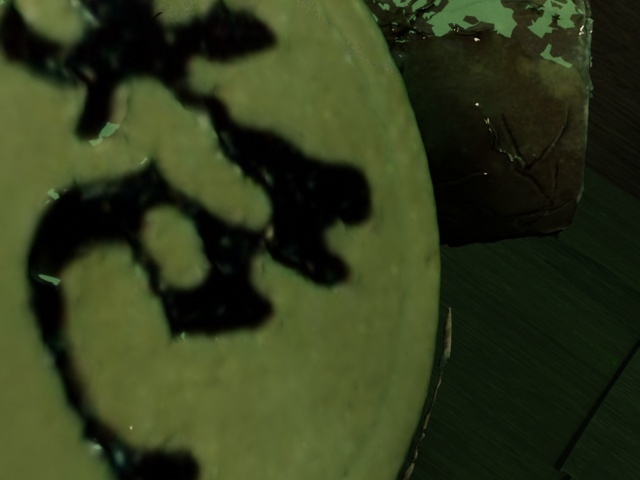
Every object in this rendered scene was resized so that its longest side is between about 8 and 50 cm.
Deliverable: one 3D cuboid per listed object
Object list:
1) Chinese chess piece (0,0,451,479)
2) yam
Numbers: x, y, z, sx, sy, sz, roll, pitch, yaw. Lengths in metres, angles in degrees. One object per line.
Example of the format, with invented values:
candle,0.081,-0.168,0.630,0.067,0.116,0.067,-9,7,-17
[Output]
Chinese chess piece,-0.096,0.000,0.708,0.146,0.349,0.349,-8,-17,42
yam,-0.005,-0.085,1.091,0.348,0.241,0.241,-4,21,-4
